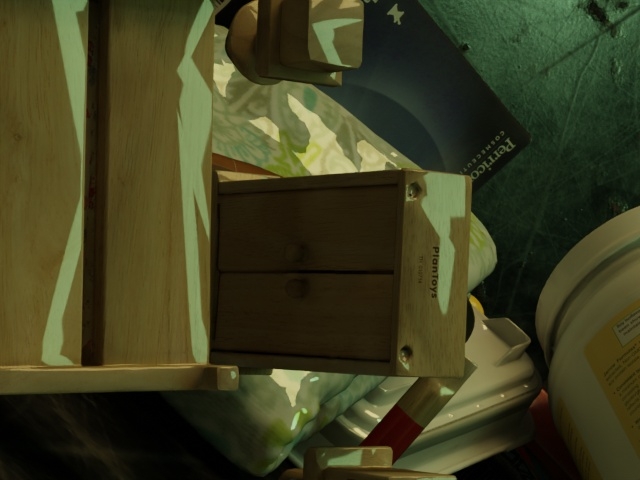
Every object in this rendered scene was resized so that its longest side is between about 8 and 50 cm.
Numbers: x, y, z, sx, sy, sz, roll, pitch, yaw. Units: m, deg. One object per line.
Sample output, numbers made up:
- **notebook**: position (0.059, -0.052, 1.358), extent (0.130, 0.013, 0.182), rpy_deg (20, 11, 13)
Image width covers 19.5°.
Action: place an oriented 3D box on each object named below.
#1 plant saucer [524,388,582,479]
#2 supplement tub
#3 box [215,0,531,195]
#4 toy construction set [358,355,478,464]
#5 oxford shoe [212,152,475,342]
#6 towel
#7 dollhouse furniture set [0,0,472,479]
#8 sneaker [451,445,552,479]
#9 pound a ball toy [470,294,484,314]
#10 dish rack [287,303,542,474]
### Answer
- **plant saucer**: position (0.214, 0.217, 1.632), extent (0.258, 0.048, 0.259), rpy_deg (46, -14, 25)
- **supplement tub**: position (0.315, 0.149, 1.407), extent (0.241, 0.241, 0.331), rpy_deg (37, 22, -42)
- **box**: position (-0.024, -0.111, 1.655), extent (0.294, 0.296, 0.183), rpy_deg (45, 3, -36)
- **toy construction set**: position (0.172, 0.173, 1.073), extent (0.309, 0.237, 0.257), rpy_deg (41, 4, 13)
- **oxford shoe**: position (0.000, 0.000, 1.120), extent (0.212, 0.076, 0.076), rpy_deg (29, 21, -10)
- **towel**: position (-0.067, -0.024, 1.244), extent (0.320, 0.090, 0.374), rpy_deg (38, 28, 12)
- **dollhouse furniture set**: position (-0.118, 0.026, 0.891), extent (0.355, 0.303, 0.174), rpy_deg (4, -3, -37)
- **sneaker**: position (0.089, 0.150, 1.500), extent (0.262, 0.104, 0.125), rpy_deg (41, 6, 7)
- **pound a ball toy**: position (0.094, 0.096, 1.879), extent (0.208, 0.136, 0.319), rpy_deg (39, 4, -27)
- **dish rack**: position (0.022, 0.056, 1.402), extent (0.285, 0.072, 0.333), rpy_deg (43, 25, 20)
